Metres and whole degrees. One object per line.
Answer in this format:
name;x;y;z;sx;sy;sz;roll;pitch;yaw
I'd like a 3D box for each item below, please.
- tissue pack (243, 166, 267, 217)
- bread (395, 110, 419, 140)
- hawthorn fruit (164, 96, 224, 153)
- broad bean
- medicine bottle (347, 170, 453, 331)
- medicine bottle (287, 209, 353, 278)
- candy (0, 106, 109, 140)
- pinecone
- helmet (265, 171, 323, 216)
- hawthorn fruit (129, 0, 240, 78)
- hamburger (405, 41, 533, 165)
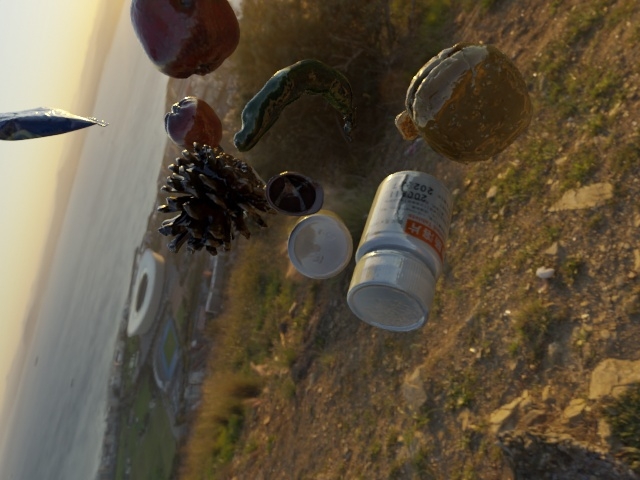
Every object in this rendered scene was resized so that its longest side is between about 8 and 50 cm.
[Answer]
tissue pack;-0.278;-0.173;1.873;0.193;0.122;0.026;-50;14;-28
bread;0.307;-0.402;1.752;0.083;0.110;0.044;-43;38;-3
hawthorn fruit;-0.503;-0.451;2.057;0.224;0.261;0.224;-36;32;26
broad bean;-0.027;-0.227;0.840;0.049;0.292;0.144;16;114;40
medicine bottle;0.202;0.019;1.239;0.211;0.211;0.371;-39;23;48
medicine bottle;0.000;0.000;1.720;0.339;0.208;0.208;-86;14;-82
candy;-0.749;-0.301;1.306;0.187;0.331;0.077;24;124;45
pinecone;-0.340;-0.101;1.579;0.384;0.384;0.384;-34;49;51
helmet;-0.048;-0.097;0.966;0.057;0.111;0.089;-88;11;-63
hawthorn fruit;-0.365;-0.574;1.319;0.275;0.299;0.275;-26;31;17
hamburger;0.354;-0.313;1.184;0.259;0.283;0.144;-46;33;21
